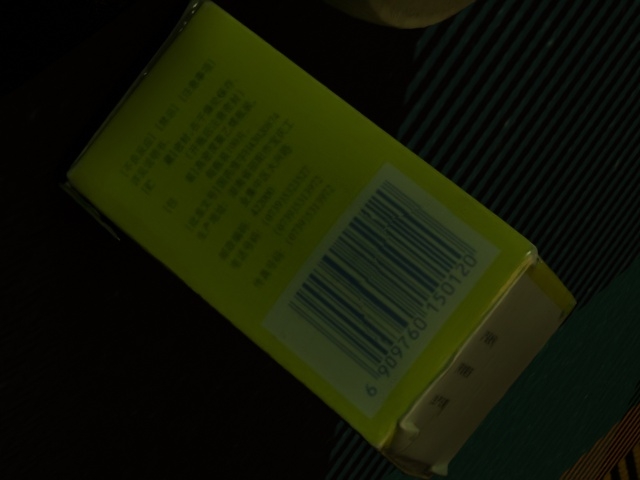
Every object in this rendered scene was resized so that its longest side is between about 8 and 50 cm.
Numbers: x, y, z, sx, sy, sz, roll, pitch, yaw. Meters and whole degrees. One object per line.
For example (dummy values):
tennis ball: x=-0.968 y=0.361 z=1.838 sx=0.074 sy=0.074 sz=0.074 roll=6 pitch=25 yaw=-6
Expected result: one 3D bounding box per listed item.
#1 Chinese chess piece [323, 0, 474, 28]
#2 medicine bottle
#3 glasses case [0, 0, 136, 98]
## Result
Chinese chess piece: x=0.061 y=-0.226 z=0.858 sx=0.238 sy=0.092 sz=0.238 roll=-41 pitch=155 yaw=-24
medicine bottle: x=0.000 y=0.000 z=0.875 sx=0.141 sy=0.250 sz=0.137 roll=-51 pitch=158 yaw=4
glasses case: x=-0.124 y=-0.137 z=0.658 sx=0.321 sy=0.082 sz=0.122 roll=-42 pitch=157 yaw=-26
